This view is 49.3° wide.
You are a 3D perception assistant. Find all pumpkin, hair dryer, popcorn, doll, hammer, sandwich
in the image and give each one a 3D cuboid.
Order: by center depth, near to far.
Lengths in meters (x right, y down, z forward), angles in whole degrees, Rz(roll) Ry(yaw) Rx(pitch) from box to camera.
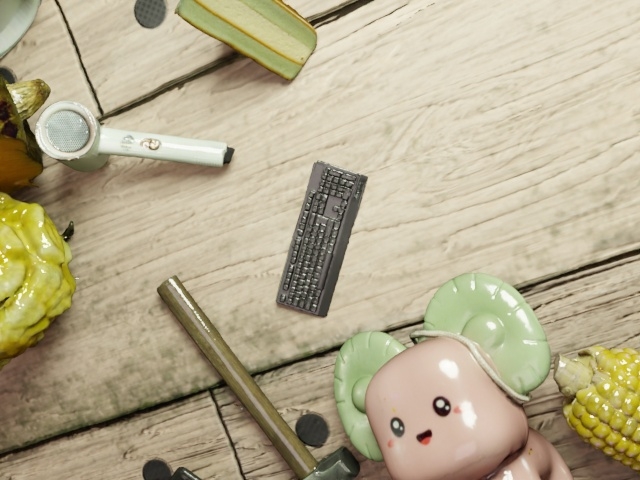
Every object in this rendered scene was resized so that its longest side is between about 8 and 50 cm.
[{"bbox_3d":[-0.077,-0.251,0.804,0.113,0.163,0.079,38,105,5],"label":"sandwich"},{"bbox_3d":[0.157,0.199,0.820,0.284,0.216,0.269,-32,68,26],"label":"doll"},{"bbox_3d":[-0.435,-0.142,0.845,0.221,0.317,0.139,-19,83,-16],"label":"pumpkin"},{"bbox_3d":[-0.229,-0.125,0.901,0.236,0.131,0.073,2,87,-7],"label":"hair dryer"},{"bbox_3d":[-0.433,0.049,0.917,0.249,0.225,0.250,10,114,23],"label":"popcorn"},{"bbox_3d":[-0.099,0.199,0.939,0.111,0.043,0.365,-39,86,17],"label":"hammer"}]

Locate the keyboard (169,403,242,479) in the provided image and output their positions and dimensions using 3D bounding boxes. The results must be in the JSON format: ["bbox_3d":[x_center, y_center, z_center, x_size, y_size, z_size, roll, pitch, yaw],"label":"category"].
[{"bbox_3d":[-0.185,0.389,0.966,0.103,0.041,0.381,33,110,7],"label":"keyboard"}]

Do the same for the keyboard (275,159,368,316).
[{"bbox_3d":[-0.001,0.000,0.899,0.074,0.015,0.197,19,102,10],"label":"keyboard"}]

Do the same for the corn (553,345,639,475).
[{"bbox_3d":[0.416,0.224,0.773,0.346,0.130,0.130,28,103,8],"label":"corn"}]

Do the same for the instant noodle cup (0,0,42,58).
[{"bbox_3d":[-0.493,-0.325,0.863,0.264,0.264,0.200,-40,97,15],"label":"instant noodle cup"}]
